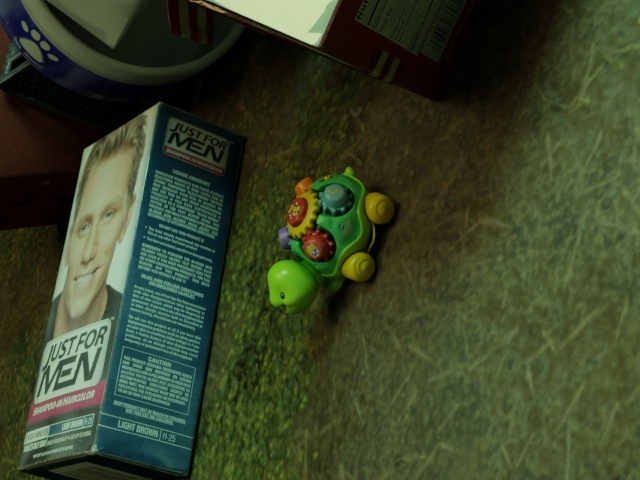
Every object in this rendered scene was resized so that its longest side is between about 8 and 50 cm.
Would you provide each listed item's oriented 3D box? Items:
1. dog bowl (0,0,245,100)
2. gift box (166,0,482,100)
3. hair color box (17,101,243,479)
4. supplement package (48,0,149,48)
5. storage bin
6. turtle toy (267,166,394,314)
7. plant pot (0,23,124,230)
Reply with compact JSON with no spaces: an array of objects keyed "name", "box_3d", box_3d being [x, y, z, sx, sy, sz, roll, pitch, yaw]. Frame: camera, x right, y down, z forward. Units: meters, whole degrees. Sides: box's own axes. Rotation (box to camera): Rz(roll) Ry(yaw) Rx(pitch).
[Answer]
[{"name":"dog bowl","box_3d":[-0.202,-0.280,1.466,0.104,0.265,0.265,-21,55,58]},{"name":"gift box","box_3d":[-0.009,-0.255,1.112,0.258,0.276,0.255,27,92,25]},{"name":"hair color box","box_3d":[-0.184,0.059,1.392,0.174,0.105,0.347,-22,54,52]},{"name":"supplement package","box_3d":[-0.178,-0.354,1.292,0.263,0.198,0.199,-56,9,-15]},{"name":"storage bin","box_3d":[-0.244,-0.186,1.561,0.122,0.180,0.084,-17,59,54]},{"name":"turtle toy","box_3d":[0.000,0.000,1.165,0.095,0.066,0.130,16,86,60]},{"name":"plant pot","box_3d":[-0.379,-0.149,1.681,0.267,0.267,0.236,-33,71,46]}]
